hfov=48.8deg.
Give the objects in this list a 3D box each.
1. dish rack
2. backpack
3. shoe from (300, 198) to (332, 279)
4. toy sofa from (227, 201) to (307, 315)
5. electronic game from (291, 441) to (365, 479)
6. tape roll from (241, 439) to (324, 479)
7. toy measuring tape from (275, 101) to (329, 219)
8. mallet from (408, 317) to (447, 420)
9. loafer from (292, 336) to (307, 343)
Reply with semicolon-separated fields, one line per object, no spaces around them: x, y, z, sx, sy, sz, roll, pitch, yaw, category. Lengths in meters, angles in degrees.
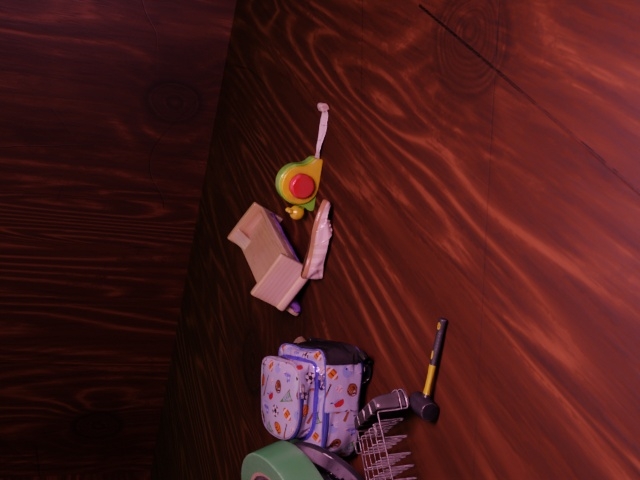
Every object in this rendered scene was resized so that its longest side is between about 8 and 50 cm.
0.131;0.441;1.356;0.208;0.074;0.272;109;153;-62;dish rack
-0.014;0.368;1.613;0.276;0.213;0.263;176;87;-65;backpack
0.000;0.000;1.843;0.076;0.058;0.219;-90;13;-76;shoe
-0.132;0.050;2.074;0.150;0.177;0.362;-52;31;12;toy sofa
0.017;0.519;1.519;0.048;0.229;0.229;-46;-5;-38;electronic game
-0.059;0.586;1.479;0.321;0.077;0.321;34;131;49;tape roll
-0.056;-0.219;1.938;0.121;0.121;0.330;-143;60;-65;toy measuring tape
0.203;0.235;1.309;0.062;0.039;0.190;-171;91;-71;mallet
-0.068;0.316;1.947;0.148;0.056;0.050;-51;38;39;loafer
